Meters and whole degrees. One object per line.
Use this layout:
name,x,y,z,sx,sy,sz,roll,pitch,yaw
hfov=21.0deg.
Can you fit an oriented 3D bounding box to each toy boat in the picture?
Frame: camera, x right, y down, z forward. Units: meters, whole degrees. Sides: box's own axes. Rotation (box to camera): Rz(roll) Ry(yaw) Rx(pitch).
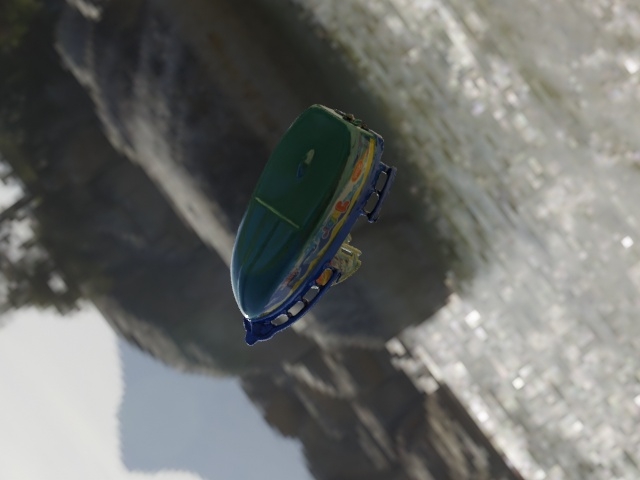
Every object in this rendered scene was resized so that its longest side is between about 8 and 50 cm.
toy boat,0.000,0.000,1.196,0.091,0.175,0.110,35,-172,40
